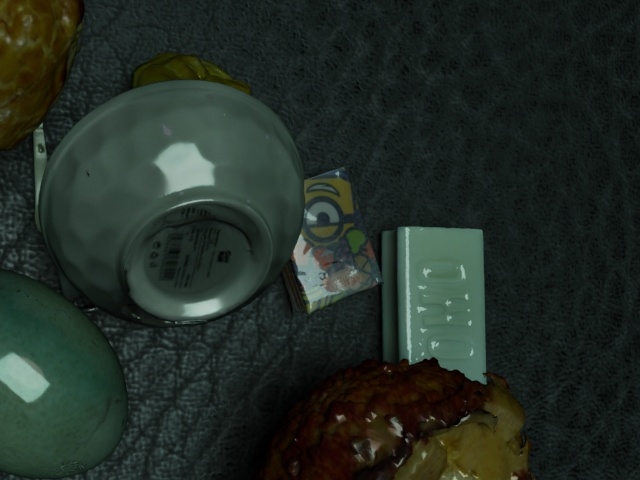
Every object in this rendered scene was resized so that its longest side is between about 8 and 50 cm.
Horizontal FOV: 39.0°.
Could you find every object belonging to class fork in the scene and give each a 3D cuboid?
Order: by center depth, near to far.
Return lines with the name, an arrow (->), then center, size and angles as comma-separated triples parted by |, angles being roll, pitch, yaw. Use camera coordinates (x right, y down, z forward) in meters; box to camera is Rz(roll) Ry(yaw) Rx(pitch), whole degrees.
fork -> -0.298, -0.117, 0.960 | 0.034, 0.028, 0.219 | -6, 92, -30

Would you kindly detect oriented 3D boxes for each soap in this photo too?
soap -> 0.136, 0.085, 1.098 | 0.119, 0.066, 0.198 | 1, 85, -21

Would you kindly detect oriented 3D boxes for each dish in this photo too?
dish -> -0.133, -0.006, 0.891 | 0.303, 0.120, 0.303 | -11, 128, -15

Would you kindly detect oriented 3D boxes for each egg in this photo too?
egg -> -0.287, 0.128, 0.860 | 0.236, 0.169, 0.169 | 39, 72, -14

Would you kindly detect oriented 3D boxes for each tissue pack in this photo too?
tissue pack -> 0.000, 0.000, 1.051 | 0.108, 0.060, 0.148 | -21, 95, -22

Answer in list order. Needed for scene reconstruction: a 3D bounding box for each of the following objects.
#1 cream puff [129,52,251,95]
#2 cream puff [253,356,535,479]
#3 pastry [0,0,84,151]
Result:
cream puff -> -0.139, -0.140, 0.966 | 0.156, 0.156, 0.121 | -23, 112, -23
cream puff -> 0.061, 0.281, 0.960 | 0.350, 0.228, 0.350 | -10, 106, -38
pastry -> -0.303, -0.186, 0.834 | 0.170, 0.237, 0.256 | 17, 114, -36
